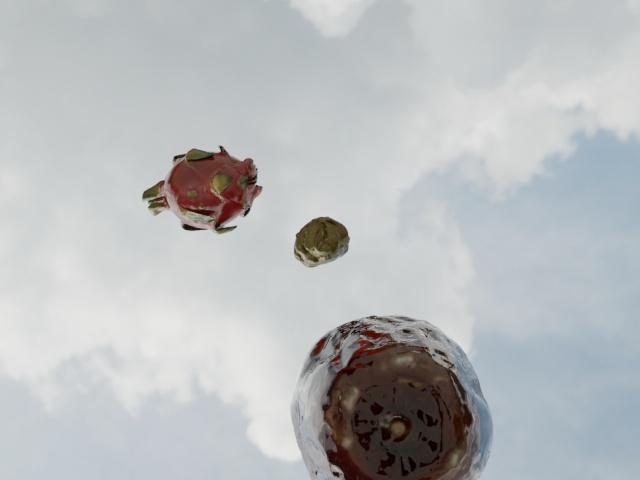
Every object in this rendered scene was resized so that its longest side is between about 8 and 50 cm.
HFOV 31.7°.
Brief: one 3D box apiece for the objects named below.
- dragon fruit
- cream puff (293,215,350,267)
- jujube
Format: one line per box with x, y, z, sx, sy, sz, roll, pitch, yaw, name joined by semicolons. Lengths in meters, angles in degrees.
-0.117;-0.050;1.101;0.116;0.086;0.081;5;-161;22;dragon fruit
0.000;0.000;1.381;0.083;0.083;0.058;-12;-98;-50;cream puff
0.071;0.182;1.137;0.223;0.318;0.223;0;-96;1;jujube
